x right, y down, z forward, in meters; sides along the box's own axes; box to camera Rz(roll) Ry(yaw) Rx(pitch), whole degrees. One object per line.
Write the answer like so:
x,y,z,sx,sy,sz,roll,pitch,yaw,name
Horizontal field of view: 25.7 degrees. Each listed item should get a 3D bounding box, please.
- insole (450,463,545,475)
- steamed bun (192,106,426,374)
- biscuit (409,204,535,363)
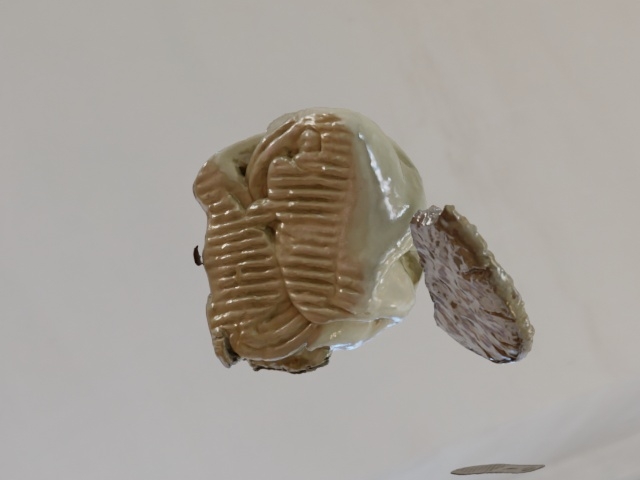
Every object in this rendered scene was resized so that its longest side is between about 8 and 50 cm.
0.182,0.237,1.455,0.135,0.045,0.002,-15,-92,58,insole
0.000,0.000,1.917,0.346,0.237,0.394,42,-68,29,steamed bun
0.155,0.062,1.392,0.141,0.038,0.290,41,-15,27,biscuit
